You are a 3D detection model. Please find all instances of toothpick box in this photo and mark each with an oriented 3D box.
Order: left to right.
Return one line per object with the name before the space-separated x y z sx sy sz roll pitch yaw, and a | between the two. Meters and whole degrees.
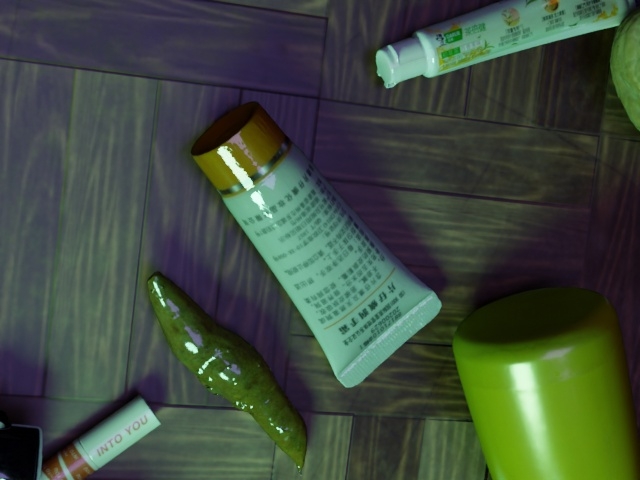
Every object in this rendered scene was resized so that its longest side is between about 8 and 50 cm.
toothpick box | 0.253 0.201 1.261 0.175 0.175 0.271 -19 105 -13

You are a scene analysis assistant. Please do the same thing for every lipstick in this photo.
lipstick | -0.225 0.208 1.190 0.130 0.038 0.038 -36 105 -9

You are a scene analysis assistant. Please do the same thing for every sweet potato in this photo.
sweet potato | -0.088 0.136 1.210 0.067 0.067 0.274 -42 108 -8

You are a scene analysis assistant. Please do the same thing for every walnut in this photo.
walnut | 0.394 -0.185 1.266 0.155 0.155 0.184 -33 102 -10

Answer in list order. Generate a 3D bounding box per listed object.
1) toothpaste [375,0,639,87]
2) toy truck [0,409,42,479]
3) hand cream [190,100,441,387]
toothpaste | 0.206 -0.231 1.257 0.314 0.058 0.056 -20 58 -17
toy truck | -0.389 0.220 1.105 0.242 0.125 0.101 9 51 -16
hand cream | 0.000 0.000 1.207 0.139 0.089 0.314 -38 109 -8
